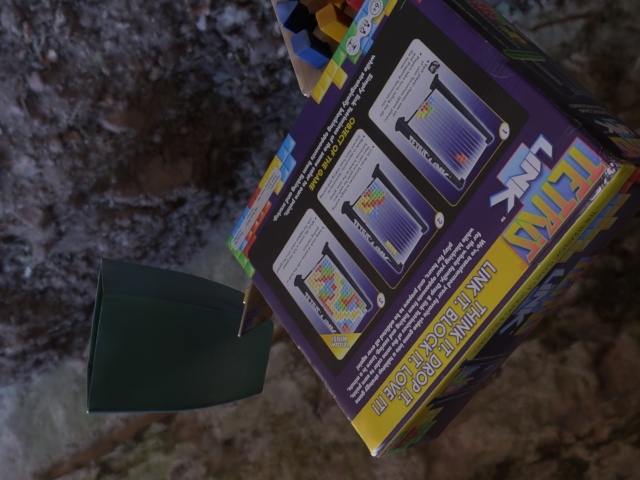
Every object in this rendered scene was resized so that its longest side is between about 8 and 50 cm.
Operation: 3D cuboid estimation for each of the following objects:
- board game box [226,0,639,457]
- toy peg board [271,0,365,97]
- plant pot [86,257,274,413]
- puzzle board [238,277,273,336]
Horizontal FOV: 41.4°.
[{"bbox_3d":[0.042,-0.014,0.376,0.048,0.141,0.170,-4,137,-46],"label":"board game box"},{"bbox_3d":[0.013,-0.239,0.735,0.160,0.161,0.079,-28,157,25],"label":"toy peg board"},{"bbox_3d":[-0.193,0.136,1.169,0.234,0.166,0.166,7,-167,-18],"label":"plant pot"},{"bbox_3d":[-0.073,0.062,1.066,0.128,0.011,0.096,-23,129,-74],"label":"puzzle board"}]
